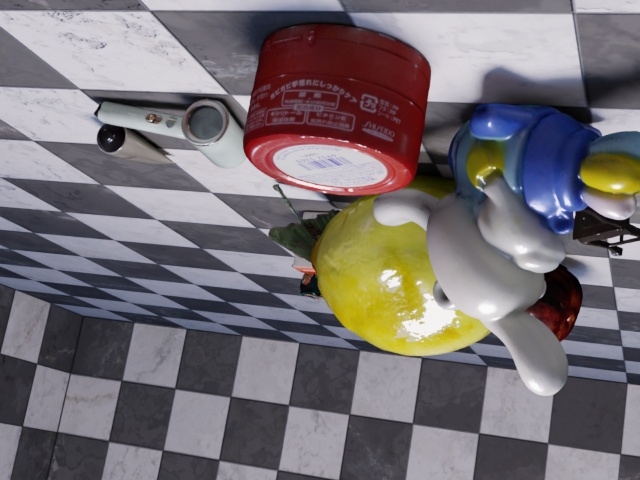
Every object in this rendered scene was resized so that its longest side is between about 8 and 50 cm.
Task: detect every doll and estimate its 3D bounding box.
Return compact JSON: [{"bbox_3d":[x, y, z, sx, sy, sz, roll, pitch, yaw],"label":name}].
[{"bbox_3d":[0.253,-0.046,1.293,0.376,0.366,0.187,40,-147,20],"label":"doll"}]

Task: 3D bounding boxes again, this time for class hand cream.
[{"bbox_3d":[0.020,-0.154,1.234,0.230,0.150,0.230,10,164,3],"label":"hand cream"},{"bbox_3d":[-0.319,-0.156,1.688,0.087,0.054,0.186,10,174,17],"label":"hand cream"}]

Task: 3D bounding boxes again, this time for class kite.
[{"bbox_3d":[0.000,0.000,1.792,0.013,0.268,0.323,-43,171,25],"label":"kite"}]

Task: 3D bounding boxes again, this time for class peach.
[{"bbox_3d":[0.160,0.037,1.633,0.315,0.281,0.314,-24,111,27],"label":"peach"}]

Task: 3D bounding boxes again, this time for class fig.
[{"bbox_3d":[0.405,0.102,2.038,0.249,0.186,0.203,39,-162,29],"label":"fig"}]

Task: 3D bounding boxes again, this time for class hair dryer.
[{"bbox_3d":[-0.234,-0.170,1.525,0.236,0.073,0.131,9,168,13],"label":"hair dryer"}]

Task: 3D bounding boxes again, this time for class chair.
[{"bbox_3d":[0.396,-0.063,1.441,0.229,0.106,0.113,19,162,-29],"label":"chair"}]

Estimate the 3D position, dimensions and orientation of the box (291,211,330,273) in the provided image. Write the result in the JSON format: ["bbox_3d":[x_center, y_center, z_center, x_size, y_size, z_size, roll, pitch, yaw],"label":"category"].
[{"bbox_3d":[0.065,0.009,1.936,0.229,0.123,0.050,2,162,26],"label":"box"}]

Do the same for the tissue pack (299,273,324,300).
[{"bbox_3d":[0.031,0.082,2.305,0.090,0.103,0.170,22,162,-29],"label":"tissue pack"}]
